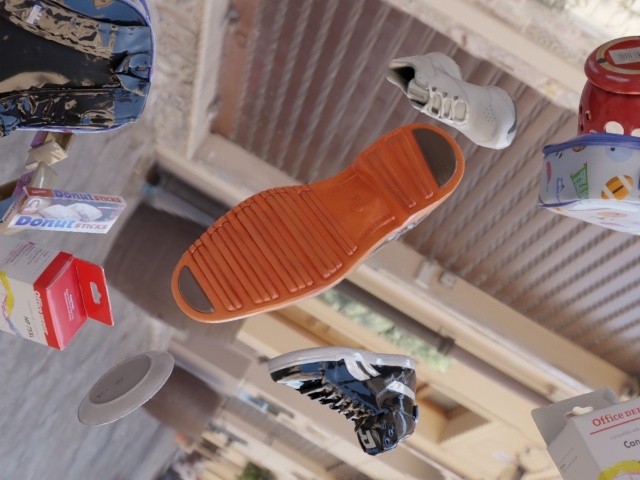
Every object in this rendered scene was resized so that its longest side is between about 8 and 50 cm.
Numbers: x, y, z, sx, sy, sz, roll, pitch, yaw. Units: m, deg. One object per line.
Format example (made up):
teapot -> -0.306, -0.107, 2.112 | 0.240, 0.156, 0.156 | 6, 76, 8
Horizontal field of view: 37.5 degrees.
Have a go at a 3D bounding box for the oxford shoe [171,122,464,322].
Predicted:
oxford shoe -> 0.000, 0.000, 1.065 | 0.364, 0.130, 0.132 | -26, 166, -19

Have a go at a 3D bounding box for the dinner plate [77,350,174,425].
dinner plate -> -0.252, 0.183, 1.204 | 0.141, 0.017, 0.141 | -26, -157, 12

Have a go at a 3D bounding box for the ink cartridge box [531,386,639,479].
ink cartridge box -> 0.307, 0.225, 0.928 | 0.115, 0.198, 0.067 | -11, 145, -23

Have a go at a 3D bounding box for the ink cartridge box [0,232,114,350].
ink cartridge box -> -0.429, 0.075, 1.388 | 0.078, 0.231, 0.134 | -60, 159, -44

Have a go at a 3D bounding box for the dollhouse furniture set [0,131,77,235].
dollhouse furniture set -> -0.673, -0.177, 1.789 | 0.198, 0.303, 0.286 | -15, -135, 29

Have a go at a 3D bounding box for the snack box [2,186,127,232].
snack box -> -0.364, -0.042, 1.355 | 0.064, 0.022, 0.178 | -48, 153, 25

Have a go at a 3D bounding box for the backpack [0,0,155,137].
backpack -> -0.373, -0.278, 1.362 | 0.213, 0.263, 0.276 | -98, -158, -55

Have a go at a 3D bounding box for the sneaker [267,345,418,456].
sneaker -> 0.039, 0.193, 1.110 | 0.079, 0.217, 0.121 | -28, -118, 46

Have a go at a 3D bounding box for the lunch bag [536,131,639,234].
lunch bag -> 0.459, -0.070, 1.256 | 0.243, 0.303, 0.114 | 162, -64, -83

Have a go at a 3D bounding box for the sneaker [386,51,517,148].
sneaker -> 0.226, -0.242, 1.662 | 0.129, 0.297, 0.111 | -6, 122, -35

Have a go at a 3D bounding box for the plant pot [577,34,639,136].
plant pot -> 0.528, -0.234, 1.577 | 0.191, 0.191, 0.174 | -59, 147, -42
